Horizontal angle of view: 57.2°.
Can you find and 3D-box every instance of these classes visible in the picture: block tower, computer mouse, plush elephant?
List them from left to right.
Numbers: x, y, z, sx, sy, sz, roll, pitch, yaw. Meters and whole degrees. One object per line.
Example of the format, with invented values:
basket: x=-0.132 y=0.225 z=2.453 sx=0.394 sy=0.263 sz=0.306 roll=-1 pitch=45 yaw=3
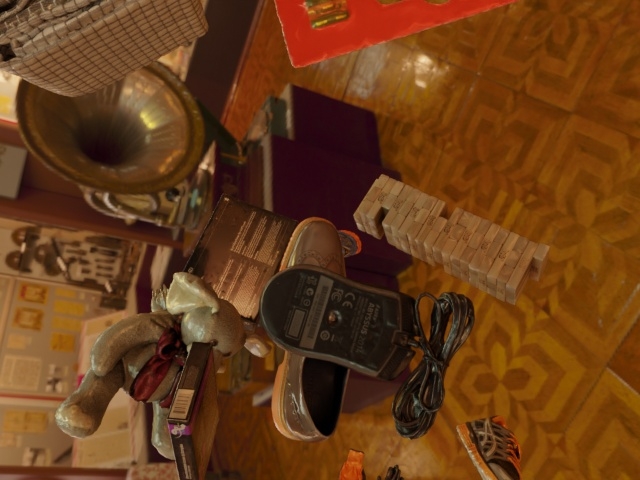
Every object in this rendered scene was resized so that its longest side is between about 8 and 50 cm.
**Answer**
plush elephant: x=-0.234 y=0.200 z=1.023 sx=0.255 sy=0.272 sz=0.330 roll=-19 pitch=46 yaw=32
computer mouse: x=0.047 y=0.120 z=0.770 sx=0.189 sy=0.272 sz=0.072 roll=-68 pitch=-19 yaw=-3
block tower: x=0.220 y=-0.005 z=1.035 sx=0.335 sy=0.091 sz=0.097 roll=26 pitch=74 yaw=25

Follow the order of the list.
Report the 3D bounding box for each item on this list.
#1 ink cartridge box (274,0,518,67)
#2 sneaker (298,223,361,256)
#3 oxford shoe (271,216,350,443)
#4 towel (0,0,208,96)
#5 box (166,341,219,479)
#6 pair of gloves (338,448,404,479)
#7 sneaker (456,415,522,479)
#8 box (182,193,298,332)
ink cartridge box: x=0.062 y=-0.380 z=0.486 sx=0.091 sy=0.307 sz=0.385 roll=-57 pitch=-49 yaw=-83
sneaker: x=0.000 y=0.000 z=1.630 sx=0.221 sy=0.087 sz=0.083 roll=8 pitch=111 yaw=29
oxford shoe: x=0.006 y=0.133 z=0.937 sx=0.132 sy=0.129 sz=0.364 roll=156 pitch=118 yaw=-63
towel: x=-0.318 y=-0.331 z=0.852 sx=0.121 sy=0.283 sz=0.235 roll=61 pitch=179 yaw=-3
box: x=-0.155 y=0.223 z=0.733 sx=0.116 sy=0.029 sz=0.162 roll=-83 pitch=-4 yaw=-52
pair of gloves: x=0.063 y=0.310 z=0.742 sx=0.010 sy=0.083 sz=0.074 roll=107 pitch=-175 yaw=-55
sneaker: x=0.283 y=0.342 z=0.934 sx=0.215 sy=0.083 sz=0.084 roll=-102 pitch=-14 yaw=-76
box: x=-0.181 y=0.052 z=1.279 sx=0.103 sy=0.184 sz=0.261 roll=113 pitch=179 yaw=-61
